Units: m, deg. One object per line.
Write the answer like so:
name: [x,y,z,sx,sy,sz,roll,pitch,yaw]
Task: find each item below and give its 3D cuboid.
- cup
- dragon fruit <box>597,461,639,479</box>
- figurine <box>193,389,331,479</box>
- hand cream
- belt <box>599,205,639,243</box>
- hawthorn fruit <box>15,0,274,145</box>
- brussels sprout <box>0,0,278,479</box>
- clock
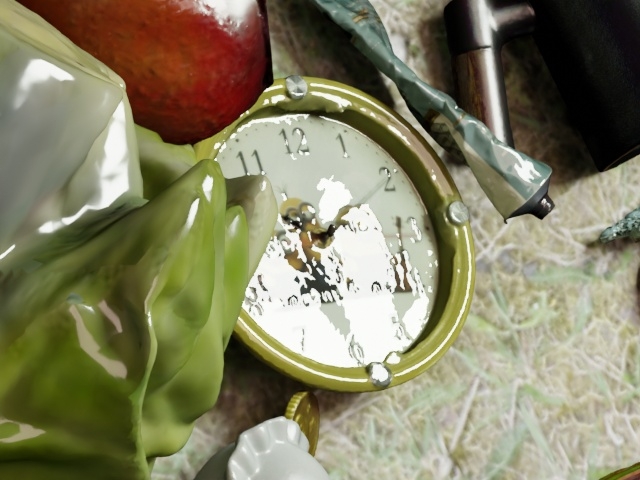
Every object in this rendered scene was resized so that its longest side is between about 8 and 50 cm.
cup: [0.214,-0.155,1.427,0.239,0.166,0.177,-26,85,-33]
dragon fruit: [0.238,0.256,1.274,0.227,0.224,0.224,-30,90,10]
figurine: [-0.062,0.201,1.195,0.143,0.143,0.271,32,41,-16]
hand cream: [0.081,-0.110,1.377,0.052,0.075,0.248,-42,85,7]
belt: [0.303,-0.026,1.496,0.100,0.065,0.179,50,56,-16]
hawthorn fruit: [-0.141,-0.155,1.221,0.251,0.189,0.189,17,67,-17]
brussels sprout: [-0.269,0.021,1.018,0.425,0.342,0.361,31,97,-9]
clock: [0.000,0.000,1.322,0.237,0.057,0.237,12,65,-26]
